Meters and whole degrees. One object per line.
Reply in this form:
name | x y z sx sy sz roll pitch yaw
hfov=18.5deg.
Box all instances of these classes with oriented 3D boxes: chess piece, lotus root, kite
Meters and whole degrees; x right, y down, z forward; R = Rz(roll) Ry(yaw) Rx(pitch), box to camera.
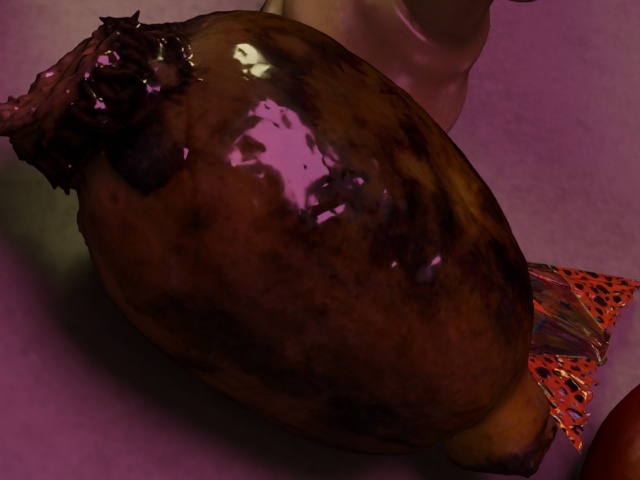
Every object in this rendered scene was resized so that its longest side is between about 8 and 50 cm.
chess piece | 0.091 -0.169 0.972 0.124 0.307 0.139 42 40 -2
lotus root | 0.000 0.000 0.884 0.314 0.141 0.169 37 38 -20
kite | 0.101 0.031 1.026 0.125 0.008 0.222 28 26 4

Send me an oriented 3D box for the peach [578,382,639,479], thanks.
peach | 0.205 0.145 0.956 0.190 0.192 0.190 -1 92 -22
